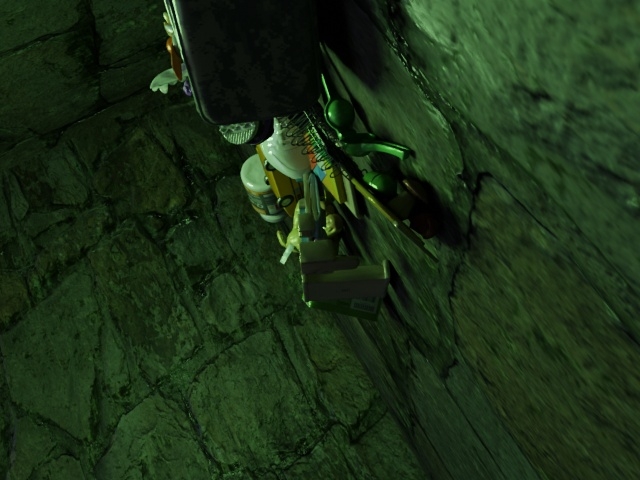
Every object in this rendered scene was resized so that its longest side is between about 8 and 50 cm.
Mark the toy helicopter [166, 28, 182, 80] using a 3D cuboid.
[{"bbox_3d":[-0.251,-0.473,1.355,0.355,0.234,0.140,53,169,52],"label":"toy helicopter"}]

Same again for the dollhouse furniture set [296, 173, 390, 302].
[{"bbox_3d":[0.047,-0.039,1.420,0.286,0.197,0.304,89,177,-66],"label":"dollhouse furniture set"}]

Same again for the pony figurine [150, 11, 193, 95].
[{"bbox_3d":[-0.383,-0.565,1.976,0.363,0.302,0.351,49,-170,-33],"label":"pony figurine"}]

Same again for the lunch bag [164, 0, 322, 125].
[{"bbox_3d":[-0.118,-0.371,0.917,0.305,0.212,0.256,82,175,-53],"label":"lunch bag"}]

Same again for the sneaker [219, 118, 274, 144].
[{"bbox_3d":[-0.152,-0.327,1.190,0.146,0.102,0.294,-8,-91,-64],"label":"sneaker"}]

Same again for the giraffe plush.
[{"bbox_3d":[0.000,0.000,1.722,0.170,0.210,0.181,24,-157,-51],"label":"giraffe plush"}]

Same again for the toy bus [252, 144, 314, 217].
[{"bbox_3d":[-0.093,-0.196,1.677,0.108,0.130,0.333,59,172,30],"label":"toy bus"}]

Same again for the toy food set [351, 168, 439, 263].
[{"bbox_3d":[0.132,-0.059,0.944,0.128,0.071,0.218,39,-172,-31],"label":"toy food set"}]

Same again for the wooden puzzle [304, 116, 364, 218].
[{"bbox_3d":[0.013,-0.181,1.347,0.221,0.044,0.239,54,169,46],"label":"wooden puzzle"}]

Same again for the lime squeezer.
[{"bbox_3d":[0.045,-0.208,0.999,0.310,0.058,0.110,59,172,30],"label":"lime squeezer"}]

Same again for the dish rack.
[{"bbox_3d":[-0.014,-0.197,1.096,0.208,0.074,0.272,29,-153,-57],"label":"dish rack"}]

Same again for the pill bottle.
[{"bbox_3d":[-0.192,-0.189,2.256,0.162,0.162,0.278,58,171,27],"label":"pill bottle"}]

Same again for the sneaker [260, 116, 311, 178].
[{"bbox_3d":[-0.102,-0.289,1.434,0.152,0.114,0.305,-176,63,-80],"label":"sneaker"}]

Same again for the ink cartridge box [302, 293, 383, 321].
[{"bbox_3d":[0.048,0.137,1.661,0.255,0.188,0.097,-167,90,-80],"label":"ink cartridge box"}]
